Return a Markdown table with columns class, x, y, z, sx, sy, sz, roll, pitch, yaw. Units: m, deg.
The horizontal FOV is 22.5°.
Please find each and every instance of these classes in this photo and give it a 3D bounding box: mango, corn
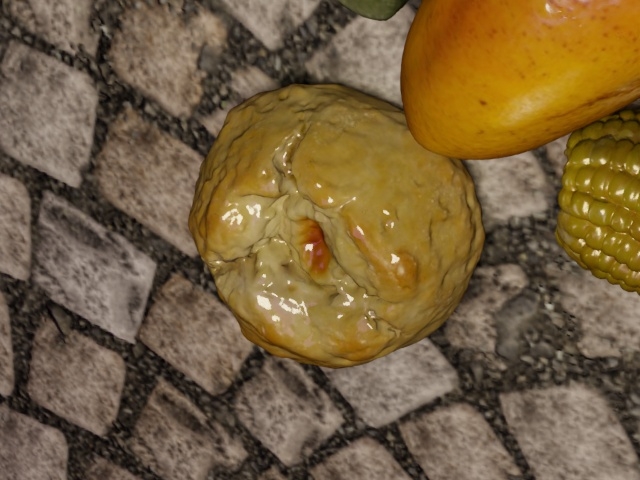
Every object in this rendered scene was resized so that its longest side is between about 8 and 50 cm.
| class | x | y | z | sx | sy | sz | roll | pitch | yaw |
| --- | --- | --- | --- | --- | --- | --- | --- | --- | --- |
| mango | 0.172 | -0.175 | 0.999 | 0.350 | 0.199 | 0.201 | -40 | 52 | 28 |
| corn | 0.326 | 0.007 | 1.069 | 0.344 | 0.131 | 0.131 | 17 | 127 | 19 |

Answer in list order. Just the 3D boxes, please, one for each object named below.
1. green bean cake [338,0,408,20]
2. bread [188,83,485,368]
| class | x | y | z | sx | sy | sz | roll | pitch | yaw |
| --- | --- | --- | --- | --- | --- | --- | --- | --- | --- |
| green bean cake | 0.020 | -0.264 | 1.047 | 0.185 | 0.094 | 0.183 | 35 | 133 | 5 |
| bread | 0.000 | 0.000 | 1.246 | 0.244 | 0.134 | 0.245 | 13 | 122 | 22 |
